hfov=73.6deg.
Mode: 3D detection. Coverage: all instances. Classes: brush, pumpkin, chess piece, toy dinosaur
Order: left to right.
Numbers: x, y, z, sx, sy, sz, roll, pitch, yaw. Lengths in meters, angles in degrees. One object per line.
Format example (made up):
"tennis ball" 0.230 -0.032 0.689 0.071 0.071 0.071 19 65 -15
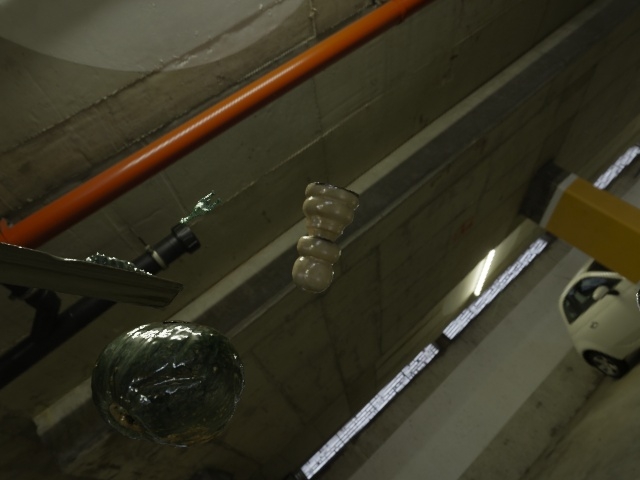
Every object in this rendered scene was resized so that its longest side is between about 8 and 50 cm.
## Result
"brush" -0.184 0.017 0.298 0.034 0.027 0.190 -43 -36 18
"pumpkin" -0.331 0.325 0.966 0.257 0.328 0.291 -52 -34 -46
"toy dinosaur" -0.166 -0.042 0.589 0.062 0.083 0.021 -38 -73 -7
"chess piece" 0.000 0.000 1.053 0.143 0.143 0.260 33 -110 -60

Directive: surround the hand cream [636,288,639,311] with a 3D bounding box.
"hand cream" 0.466 0.151 0.368 0.118 0.358 0.185 5 -49 -45
